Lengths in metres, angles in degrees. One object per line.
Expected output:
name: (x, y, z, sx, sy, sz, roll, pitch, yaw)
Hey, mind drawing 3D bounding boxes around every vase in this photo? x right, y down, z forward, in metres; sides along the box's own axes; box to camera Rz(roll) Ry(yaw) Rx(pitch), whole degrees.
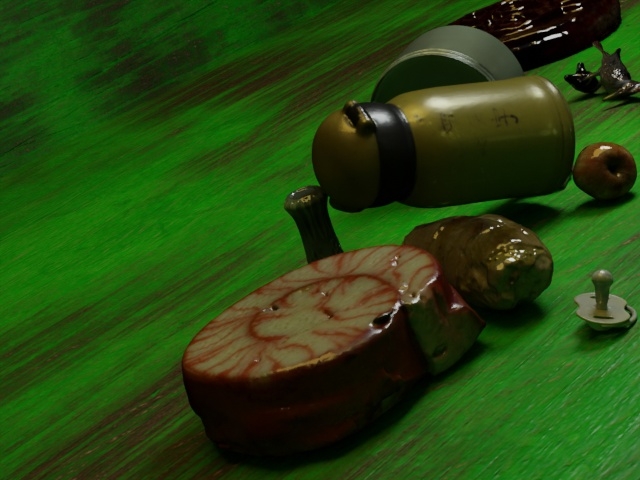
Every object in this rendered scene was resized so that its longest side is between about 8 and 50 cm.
vase: (0.000, 0.000, 1.900, 0.081, 0.149, 0.081, -17, 18, 6)

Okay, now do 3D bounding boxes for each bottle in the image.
bottle: (0.155, -0.127, 1.882, 0.351, 0.172, 0.171, -8, 12, -23)

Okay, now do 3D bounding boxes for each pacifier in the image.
pacifier: (0.313, 0.063, 1.522, 0.068, 0.064, 0.083, 1, 21, 7)

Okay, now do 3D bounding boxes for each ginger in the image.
ginger: (0.195, 0.024, 1.705, 0.109, 0.116, 0.263, 18, -4, -25)

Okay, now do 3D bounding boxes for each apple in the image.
apple: (0.385, -0.094, 1.886, 0.084, 0.084, 0.071, -22, 1, -8)

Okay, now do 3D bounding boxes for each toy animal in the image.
toy animal: (0.491, -0.276, 2.340, 0.105, 0.070, 0.202, -47, 27, 2)

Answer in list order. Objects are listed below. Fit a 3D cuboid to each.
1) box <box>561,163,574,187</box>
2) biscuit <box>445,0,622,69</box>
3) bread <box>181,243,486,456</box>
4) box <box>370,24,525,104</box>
box: (0.327, -0.100, 2.038, 0.083, 0.035, 0.079, -12, 19, 25)
biscuit: (0.418, -0.439, 2.872, 0.407, 0.091, 0.407, -17, 17, 5)
bread: (-0.002, 0.124, 1.590, 0.295, 0.114, 0.327, 2, 28, 48)
box: (0.200, -0.208, 2.181, 0.226, 0.226, 0.149, -11, 20, 25)
